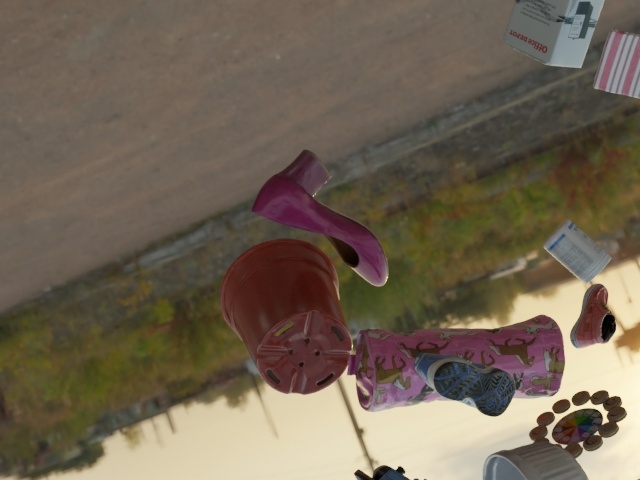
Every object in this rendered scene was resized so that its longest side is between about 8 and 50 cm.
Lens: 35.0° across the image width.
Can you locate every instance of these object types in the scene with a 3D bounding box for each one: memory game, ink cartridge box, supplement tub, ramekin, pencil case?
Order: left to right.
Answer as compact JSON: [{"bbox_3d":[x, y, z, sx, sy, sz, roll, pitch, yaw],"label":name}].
[{"bbox_3d":[0.249,0.224,1.860,0.386,0.160,0.167,-4,148,-11],"label":"pencil case"},{"bbox_3d":[0.371,0.435,1.692,0.109,0.207,0.207,-17,175,-19],"label":"ramekin"},{"bbox_3d":[0.440,-0.441,1.884,0.087,0.208,0.153,1,-153,-30],"label":"ink cartridge box"},{"bbox_3d":[0.457,0.328,1.820,0.186,0.012,0.186,-28,-161,10],"label":"memory game"},{"bbox_3d":[0.466,0.020,1.852,0.071,0.107,0.071,-46,174,-7],"label":"supplement tub"}]

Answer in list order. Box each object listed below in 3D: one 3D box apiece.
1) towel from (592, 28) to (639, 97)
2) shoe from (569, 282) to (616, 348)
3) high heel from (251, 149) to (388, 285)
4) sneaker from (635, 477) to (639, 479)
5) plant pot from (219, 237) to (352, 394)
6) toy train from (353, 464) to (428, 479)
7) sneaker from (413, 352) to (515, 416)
[{"bbox_3d":[0.723,-0.389,2.276,0.197,0.144,0.029,12,-148,3],"label":"towel"},{"bbox_3d":[0.609,0.161,2.206,0.081,0.063,0.178,-15,-147,48],"label":"shoe"},{"bbox_3d":[0.000,0.000,2.149,0.181,0.377,0.127,-47,-153,-20],"label":"high heel"},{"bbox_3d":[0.689,0.563,2.094,0.084,0.185,0.069,-24,-165,1],"label":"sneaker"},{"bbox_3d":[-0.060,0.173,2.158,0.272,0.272,0.265,-19,-151,-5],"label":"plant pot"},{"bbox_3d":[0.111,0.374,1.415,0.105,0.080,0.184,-37,-151,-21],"label":"toy train"},{"bbox_3d":[0.234,0.221,1.617,0.211,0.080,0.081,30,179,-40],"label":"sneaker"}]
